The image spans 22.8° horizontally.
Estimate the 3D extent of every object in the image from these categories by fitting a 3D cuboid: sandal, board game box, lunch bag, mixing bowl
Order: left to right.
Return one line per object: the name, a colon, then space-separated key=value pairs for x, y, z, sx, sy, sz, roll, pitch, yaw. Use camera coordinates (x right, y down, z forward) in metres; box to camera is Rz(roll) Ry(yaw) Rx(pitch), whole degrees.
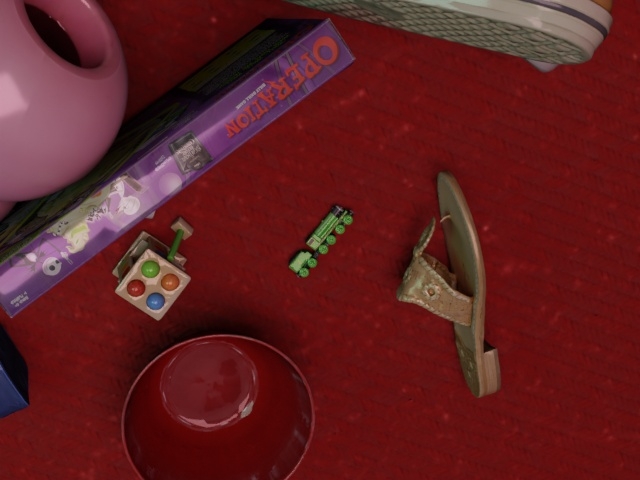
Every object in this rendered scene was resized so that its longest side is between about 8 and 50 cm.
lunch bag: x=-0.314 y=0.130 z=1.474 sx=0.065 sy=0.098 sz=0.067 roll=-26 pitch=116 yaw=2
board game box: x=-0.145 y=-0.072 z=1.347 sx=0.347 sy=0.208 sz=0.056 roll=-37 pitch=102 yaw=-8
mixing bowl: x=-0.103 y=0.157 z=1.521 sx=0.181 sy=0.098 sz=0.181 roll=-3 pitch=108 yaw=-9
sandal: x=0.114 y=0.056 z=1.533 sx=0.079 sy=0.088 sz=0.240 roll=-18 pitch=116 yaw=-10

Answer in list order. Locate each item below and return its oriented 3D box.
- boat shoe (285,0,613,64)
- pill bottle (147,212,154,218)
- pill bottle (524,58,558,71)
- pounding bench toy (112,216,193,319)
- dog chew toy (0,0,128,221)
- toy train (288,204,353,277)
boat shoe: x=0.007 y=-0.277 z=1.297 sx=0.500 sy=0.187 sz=0.156 roll=16 pitch=88 yaw=16
pill bottle: x=-0.194 y=-0.042 z=1.467 sx=0.083 sy=0.043 sz=0.043 roll=11 pitch=106 yaw=-14
pill bottle: x=0.227 y=-0.304 z=1.395 sx=0.160 sy=0.160 sz=0.283 roll=36 pitch=99 yaw=-19
pounding bench toy: x=-0.149 y=0.021 z=1.485 sx=0.052 sy=0.065 sz=0.083 roll=35 pitch=99 yaw=-19
dog chew toy: x=-0.316 y=-0.092 z=1.335 sx=0.332 sy=0.206 sz=0.206 roll=-35 pitch=113 yaw=30
toy train: x=0.000 y=0.000 z=1.532 sx=0.023 sy=0.017 sz=0.083 roll=38 pitch=98 yaw=-9
